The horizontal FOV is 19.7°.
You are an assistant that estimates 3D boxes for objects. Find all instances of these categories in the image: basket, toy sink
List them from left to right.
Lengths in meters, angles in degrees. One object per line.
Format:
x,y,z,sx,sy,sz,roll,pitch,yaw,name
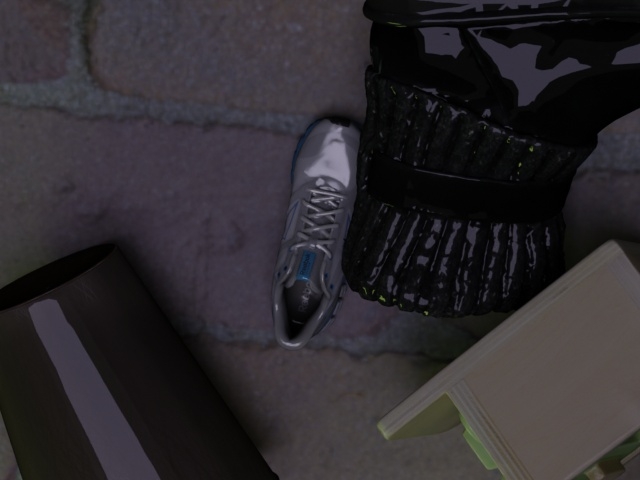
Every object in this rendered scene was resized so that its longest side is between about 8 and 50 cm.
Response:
-0.172,0.131,1.454,0.204,0.154,0.227,-22,102,16,basket
0.186,0.121,1.380,0.234,0.153,0.131,-39,73,17,toy sink

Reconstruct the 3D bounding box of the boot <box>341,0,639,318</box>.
0.188,-0.072,1.346,0.348,0.131,0.260,3,107,11,boot

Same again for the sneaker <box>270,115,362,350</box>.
0.000,0.000,1.420,0.071,0.083,0.190,11,109,5,sneaker
